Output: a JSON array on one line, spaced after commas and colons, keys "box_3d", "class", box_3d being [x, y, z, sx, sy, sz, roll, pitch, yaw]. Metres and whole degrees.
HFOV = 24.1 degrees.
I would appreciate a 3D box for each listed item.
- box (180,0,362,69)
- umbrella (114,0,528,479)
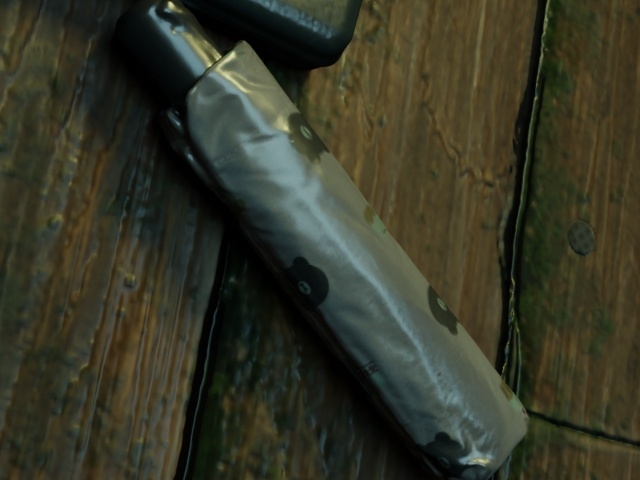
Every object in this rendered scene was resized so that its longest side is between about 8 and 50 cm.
[{"box_3d": [-0.069, -0.211, 0.871, 0.230, 0.050, 0.160, 23, 69, -24], "class": "box"}, {"box_3d": [0.000, 0.000, 0.857, 0.337, 0.067, 0.073, 53, 49, -9], "class": "umbrella"}]
